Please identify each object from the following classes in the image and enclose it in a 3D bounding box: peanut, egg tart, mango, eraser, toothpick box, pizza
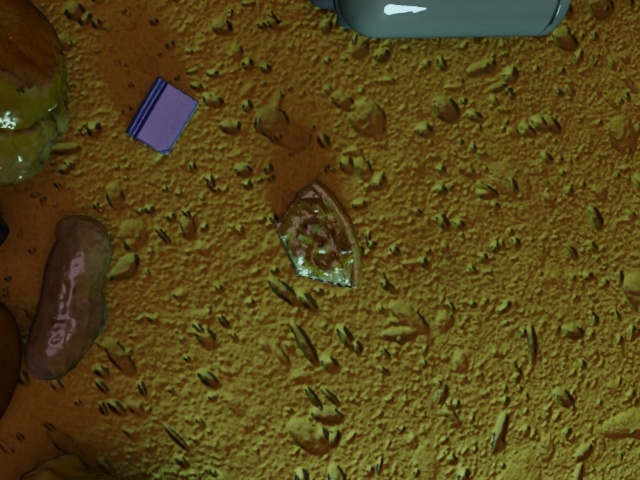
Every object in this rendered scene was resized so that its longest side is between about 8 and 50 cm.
[{"bbox_3d":[-0.318,0.074,1.409,0.100,0.099,0.214,8,88,-11],"label":"peanut"},{"bbox_3d":[-0.399,-0.211,1.270,0.128,0.319,0.319,-31,102,35],"label":"egg tart"},{"bbox_3d":[-0.437,0.163,1.363,0.120,0.151,0.221,22,120,23],"label":"mango"},{"bbox_3d":[-0.205,-0.160,1.443,0.063,0.027,0.084,31,88,-12],"label":"eraser"},{"bbox_3d":[0.143,-0.352,1.414,0.316,0.229,0.229,-4,95,-8],"label":"toothpick box"},{"bbox_3d":[0.000,0.000,1.488,0.099,0.036,0.160,-23,97,-8],"label":"pizza"}]

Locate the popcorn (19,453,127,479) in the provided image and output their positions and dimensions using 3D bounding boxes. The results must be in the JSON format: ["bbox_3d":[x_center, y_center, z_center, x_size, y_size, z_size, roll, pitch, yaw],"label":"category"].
[{"bbox_3d":[-0.237,0.451,1.321,0.390,0.344,0.354,12,108,1],"label":"popcorn"}]

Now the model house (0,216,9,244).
[{"bbox_3d":[-0.558,0.007,1.279,0.301,0.271,0.190,-42,64,8],"label":"model house"}]
